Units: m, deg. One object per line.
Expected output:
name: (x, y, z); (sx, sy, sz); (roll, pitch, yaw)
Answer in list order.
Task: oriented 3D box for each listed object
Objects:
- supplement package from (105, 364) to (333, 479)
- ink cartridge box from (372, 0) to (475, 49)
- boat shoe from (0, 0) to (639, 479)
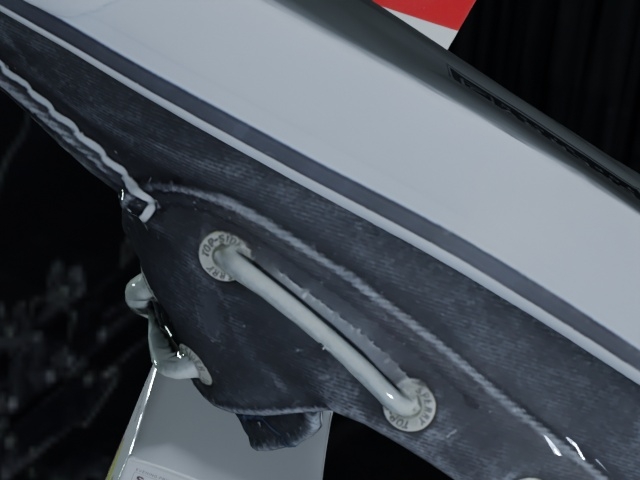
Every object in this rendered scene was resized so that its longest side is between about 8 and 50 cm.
supplement package: (-0.098, 0.218, 1.138); (0.134, 0.244, 0.139); (21, -149, -7)
ink cartridge box: (0.006, -0.119, 0.866); (0.078, 0.231, 0.134); (15, -148, -26)
boat shoe: (0.000, 0.000, 0.376); (0.301, 0.102, 0.108); (31, -166, -4)
